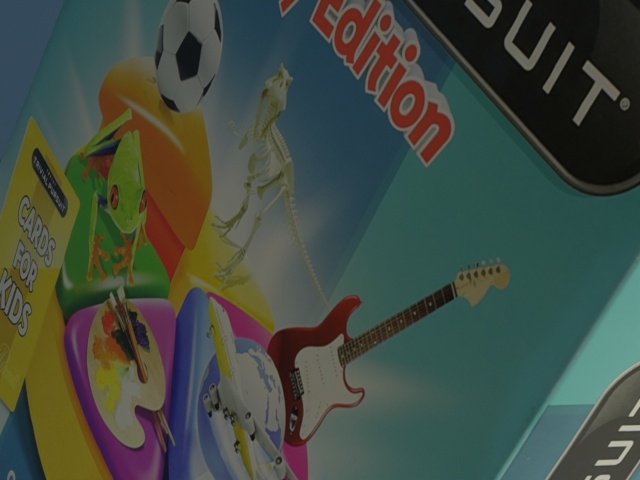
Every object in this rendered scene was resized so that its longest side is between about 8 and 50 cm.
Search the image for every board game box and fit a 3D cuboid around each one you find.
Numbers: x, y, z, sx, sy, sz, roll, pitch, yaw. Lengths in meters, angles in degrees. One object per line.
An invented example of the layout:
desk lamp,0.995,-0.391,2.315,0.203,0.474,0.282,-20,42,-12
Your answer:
board game box,0.000,0.000,0.483,0.079,0.336,0.254,4,-144,-36
